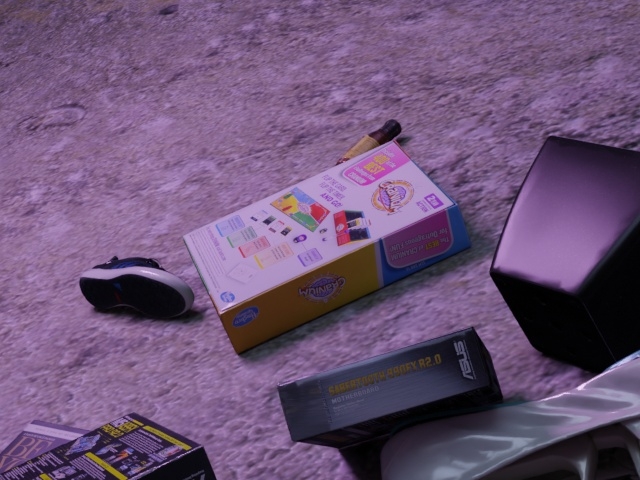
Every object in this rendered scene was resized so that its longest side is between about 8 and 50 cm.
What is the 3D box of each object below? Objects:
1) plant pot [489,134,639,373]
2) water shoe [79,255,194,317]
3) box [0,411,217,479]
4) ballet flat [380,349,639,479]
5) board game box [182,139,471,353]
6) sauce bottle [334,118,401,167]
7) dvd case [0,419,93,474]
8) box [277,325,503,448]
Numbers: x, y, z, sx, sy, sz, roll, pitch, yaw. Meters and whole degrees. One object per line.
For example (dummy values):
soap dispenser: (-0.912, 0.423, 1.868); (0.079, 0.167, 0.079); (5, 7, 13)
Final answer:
plant pot: (0.284, 0.029, 1.351); (0.167, 0.188, 0.187); (-48, 36, -19)
water shoe: (-0.233, 0.048, 1.768); (0.203, 0.073, 0.080); (5, 35, 39)
box: (-0.235, 0.252, 1.306); (0.216, 0.060, 0.270); (-23, 8, -21)
ballet flat: (0.246, 0.185, 1.169); (0.400, 0.139, 0.139); (-18, 28, 15)
board game box: (0.000, 0.000, 1.699); (0.316, 0.064, 0.242); (-24, 28, -5)
sauce bottle: (0.070, -0.128, 1.902); (0.042, 0.042, 0.128); (5, 36, 40)
dvd case: (-0.334, 0.285, 1.484); (0.164, 0.018, 0.221); (3, 37, 39)
box: (0.074, 0.143, 1.268); (0.183, 0.056, 0.231); (-17, -13, 8)
